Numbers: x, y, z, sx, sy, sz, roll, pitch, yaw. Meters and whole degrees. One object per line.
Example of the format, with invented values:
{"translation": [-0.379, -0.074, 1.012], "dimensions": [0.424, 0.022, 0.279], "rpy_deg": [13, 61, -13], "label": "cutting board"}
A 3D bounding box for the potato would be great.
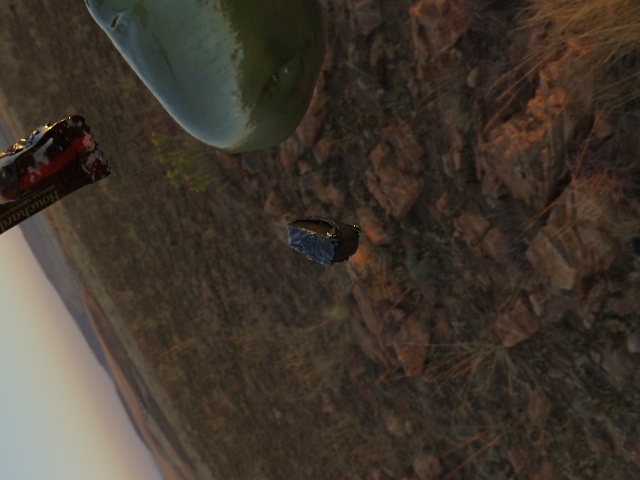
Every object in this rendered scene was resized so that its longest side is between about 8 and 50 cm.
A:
{"translation": [-0.122, -0.264, 0.660], "dimensions": [0.221, 0.243, 0.326], "rpy_deg": [38, 165, 52], "label": "potato"}

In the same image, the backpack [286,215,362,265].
{"translation": [0.001, -0.001, 1.251], "dimensions": [0.165, 0.120, 0.105], "rpy_deg": [11, 102, 40], "label": "backpack"}

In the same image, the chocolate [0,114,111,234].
{"translation": [-0.297, -0.050, 0.523], "dimensions": [0.028, 0.182, 0.086], "rpy_deg": [35, 150, 33], "label": "chocolate"}
